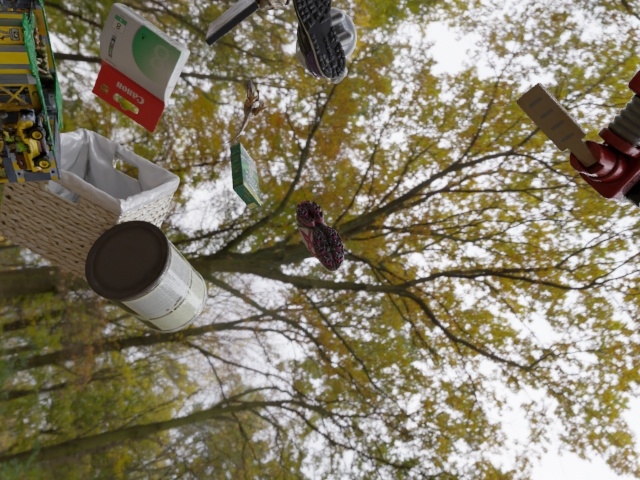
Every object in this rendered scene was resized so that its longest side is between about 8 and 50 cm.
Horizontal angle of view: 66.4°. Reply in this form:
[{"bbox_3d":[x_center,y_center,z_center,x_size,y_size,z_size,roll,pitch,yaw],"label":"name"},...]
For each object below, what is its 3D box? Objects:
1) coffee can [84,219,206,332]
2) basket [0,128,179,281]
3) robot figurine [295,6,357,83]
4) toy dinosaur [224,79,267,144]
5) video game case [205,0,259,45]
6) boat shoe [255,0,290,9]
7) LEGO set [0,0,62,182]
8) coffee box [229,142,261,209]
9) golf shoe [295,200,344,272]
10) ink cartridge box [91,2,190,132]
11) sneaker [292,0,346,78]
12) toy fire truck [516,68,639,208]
[{"bbox_3d":[-0.429,0.101,1.245,0.201,0.202,0.275,59,-8,26],"label":"coffee can"},{"bbox_3d":[-0.630,-0.107,1.354,0.328,0.331,0.266,28,-67,0],"label":"basket"},{"bbox_3d":[0.015,-0.743,1.841,0.353,0.200,0.299,-147,-146,-78],"label":"robot figurine"},{"bbox_3d":[-0.213,-0.386,1.469,0.112,0.064,0.211,-15,-123,58],"label":"toy dinosaur"},{"bbox_3d":[-0.258,-0.679,1.471,0.196,0.026,0.274,-32,-147,12],"label":"video game case"},{"bbox_3d":[-0.080,-0.432,0.791,0.123,0.325,0.116,-126,-145,-71],"label":"boat shoe"},{"bbox_3d":[-0.432,-0.204,0.583,0.255,0.192,0.331,108,-33,-47],"label":"LEGO set"},{"bbox_3d":[-0.227,-0.193,1.478,0.040,0.113,0.184,-21,-130,12],"label":"coffee box"},{"bbox_3d":[0.000,0.000,1.095,0.086,0.068,0.186,98,-29,-54],"label":"golf shoe"},{"bbox_3d":[-0.421,-0.381,1.107,0.181,0.056,0.224,34,-67,-3],"label":"ink cartridge box"},{"bbox_3d":[-0.033,-0.556,1.258,0.124,0.107,0.283,26,-42,54],"label":"sneaker"},{"bbox_3d":[0.444,-0.182,0.724,0.217,0.246,0.158,-59,-141,33],"label":"toy fire truck"}]
